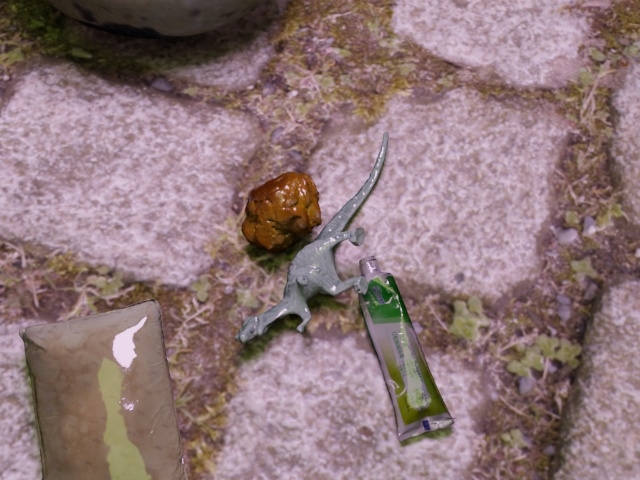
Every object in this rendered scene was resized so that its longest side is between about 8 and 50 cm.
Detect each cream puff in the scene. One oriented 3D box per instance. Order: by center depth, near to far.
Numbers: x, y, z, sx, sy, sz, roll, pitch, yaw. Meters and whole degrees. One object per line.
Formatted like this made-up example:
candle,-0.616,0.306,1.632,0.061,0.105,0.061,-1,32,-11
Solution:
cream puff,-0.050,-0.037,1.147,0.122,0.116,0.094,-31,106,-20

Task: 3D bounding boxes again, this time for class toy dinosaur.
toy dinosaur,0.036,0.008,1.134,0.129,0.076,0.383,18,57,43

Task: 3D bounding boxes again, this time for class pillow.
pillow,-0.265,0.232,1.035,0.185,0.075,0.302,-12,71,-6

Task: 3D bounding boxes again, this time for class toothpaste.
toothpaste,0.100,0.135,1.107,0.078,0.047,0.248,-17,70,-4

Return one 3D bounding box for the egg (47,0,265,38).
egg,-0.241,-0.462,1.196,0.428,0.345,0.345,7,66,-2
